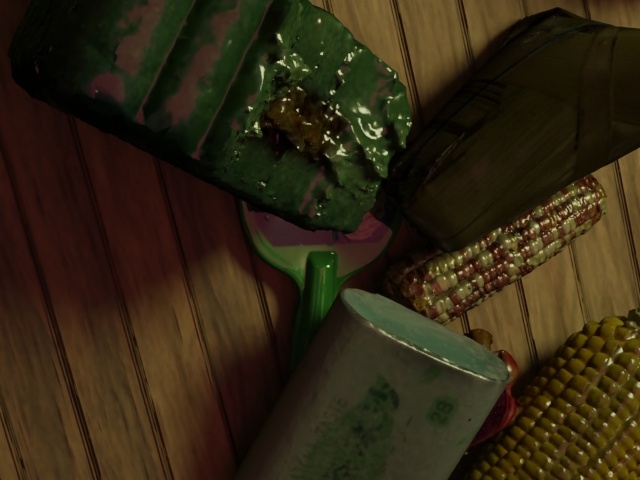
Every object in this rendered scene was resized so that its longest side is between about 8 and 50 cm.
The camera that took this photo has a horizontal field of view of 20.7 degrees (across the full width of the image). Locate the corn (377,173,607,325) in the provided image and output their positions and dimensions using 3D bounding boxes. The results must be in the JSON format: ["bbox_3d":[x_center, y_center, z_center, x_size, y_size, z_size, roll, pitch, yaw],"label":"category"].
[{"bbox_3d":[0.163,0.010,1.621,0.237,0.079,0.079,-27,108,-17],"label":"corn"}]

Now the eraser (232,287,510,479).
[{"bbox_3d":[0.039,0.173,1.557,0.174,0.081,0.227,24,111,-15],"label":"eraser"}]

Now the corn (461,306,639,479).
[{"bbox_3d":[0.208,0.232,1.645,0.144,0.144,0.387,38,90,-22],"label":"corn"}]

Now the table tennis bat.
[{"bbox_3d":[0.000,0.000,1.577,0.160,0.039,0.257,1,97,-19],"label":"table tennis bat"}]

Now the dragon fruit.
[{"bbox_3d":[0.125,0.139,1.625,0.112,0.068,0.126,30,111,-14],"label":"dragon fruit"}]

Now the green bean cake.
[{"bbox_3d":[-0.075,-0.128,1.371,0.308,0.300,0.169,27,89,-18],"label":"green bean cake"}]

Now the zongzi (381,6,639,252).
[{"bbox_3d":[0.213,-0.088,1.493,0.260,0.289,0.123,-45,117,-16],"label":"zongzi"}]
